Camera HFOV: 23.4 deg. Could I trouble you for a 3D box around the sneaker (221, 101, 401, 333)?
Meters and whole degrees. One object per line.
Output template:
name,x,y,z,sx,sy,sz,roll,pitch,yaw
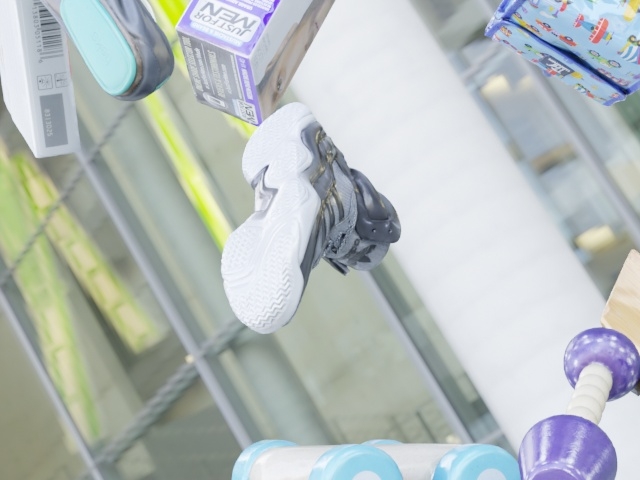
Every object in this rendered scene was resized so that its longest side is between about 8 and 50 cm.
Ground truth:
sneaker,0.000,0.000,1.424,0.101,0.268,0.153,-33,-56,32

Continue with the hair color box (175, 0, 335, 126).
hair color box,-0.044,-0.328,1.885,0.338,0.110,0.185,-61,-14,-18

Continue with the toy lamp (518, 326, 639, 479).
toy lamp,0.215,0.149,1.264,0.080,0.080,0.275,-38,1,25

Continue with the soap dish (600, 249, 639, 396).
soap dish,0.439,0.162,1.682,0.118,0.291,0.229,-42,-33,-4

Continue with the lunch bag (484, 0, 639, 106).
lunch bag,0.369,-0.301,2.219,0.138,0.221,0.293,-62,2,-15

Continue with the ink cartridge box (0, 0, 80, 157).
ink cartridge box,-0.246,-0.163,1.314,0.045,0.145,0.179,-10,23,-15

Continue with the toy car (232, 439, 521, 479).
toy car,0.042,0.288,1.301,0.210,0.237,0.219,3,-6,-23

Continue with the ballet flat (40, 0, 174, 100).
ballet flat,-0.167,-0.187,1.103,0.074,0.203,0.074,-32,-11,-7
